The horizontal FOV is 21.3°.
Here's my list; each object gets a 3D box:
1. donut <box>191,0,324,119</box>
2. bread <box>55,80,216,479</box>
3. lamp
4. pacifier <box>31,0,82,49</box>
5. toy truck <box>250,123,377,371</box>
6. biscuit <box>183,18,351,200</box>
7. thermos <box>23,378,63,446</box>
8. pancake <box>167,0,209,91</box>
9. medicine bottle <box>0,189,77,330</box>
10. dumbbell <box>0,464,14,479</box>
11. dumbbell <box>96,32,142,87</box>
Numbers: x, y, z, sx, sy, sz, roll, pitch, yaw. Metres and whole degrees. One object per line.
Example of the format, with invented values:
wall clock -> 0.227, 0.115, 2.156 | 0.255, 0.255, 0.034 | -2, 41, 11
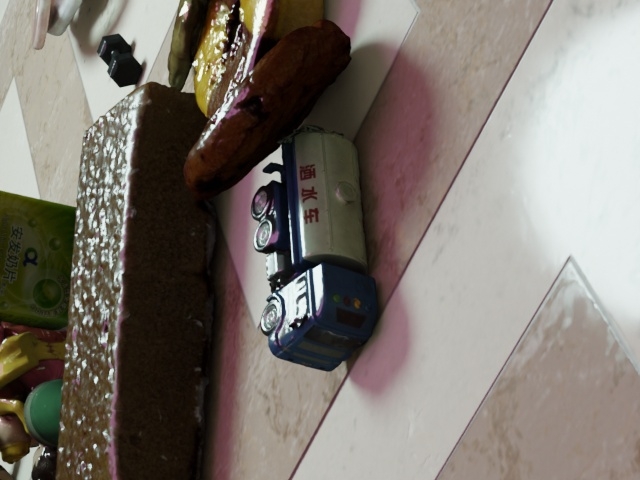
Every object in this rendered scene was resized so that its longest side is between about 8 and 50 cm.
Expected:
donut -> -0.055, -0.192, 1.549 | 0.166, 0.073, 0.184 | 23, 100, 64
bread -> -0.170, 0.070, 1.621 | 0.165, 0.113, 0.416 | -29, 55, 59
lamp -> -0.328, 0.165, 1.897 | 0.118, 0.118, 0.253 | -13, 80, 62
pacifier -> -0.361, -0.398, 2.116 | 0.220, 0.273, 0.332 | -21, 58, 36
toy truck -> 0.000, 0.000, 1.360 | 0.088, 0.074, 0.202 | -38, 44, 41
biscuit -> -0.043, -0.106, 1.415 | 0.192, 0.049, 0.192 | -46, -9, -9
thermos -> -0.244, 0.177, 1.764 | 0.187, 0.073, 0.083 | -20, 59, 60
pancake -> -0.118, -0.269, 1.703 | 0.250, 0.031, 0.250 | -166, 90, -84
medicine bottle -> -0.292, 0.026, 1.797 | 0.088, 0.188, 0.132 | -16, 65, 62
dumbbell -> -0.393, 0.212, 2.041 | 0.092, 0.082, 0.231 | 19, 95, 63
dumbbell -> -0.231, -0.208, 1.959 | 0.036, 0.040, 0.083 | -39, 34, 4
